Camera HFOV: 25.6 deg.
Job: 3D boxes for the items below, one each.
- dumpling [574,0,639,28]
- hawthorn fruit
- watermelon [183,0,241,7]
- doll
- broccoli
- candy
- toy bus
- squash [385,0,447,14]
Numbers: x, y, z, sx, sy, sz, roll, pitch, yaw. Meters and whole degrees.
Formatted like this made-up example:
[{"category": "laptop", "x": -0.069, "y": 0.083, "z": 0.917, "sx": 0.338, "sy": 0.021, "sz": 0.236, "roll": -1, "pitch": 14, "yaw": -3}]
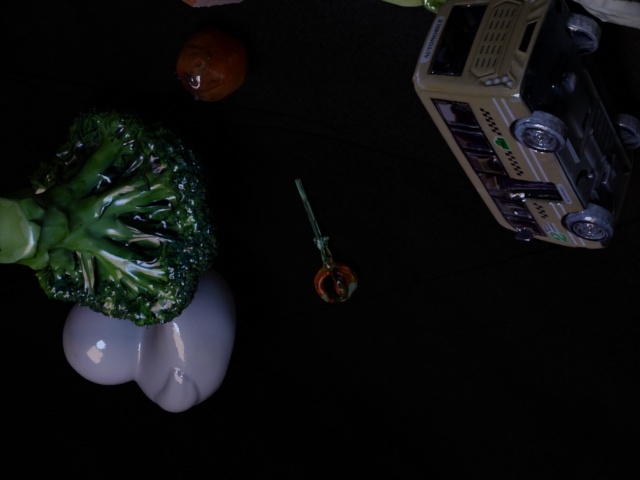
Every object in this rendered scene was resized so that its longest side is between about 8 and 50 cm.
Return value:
[{"category": "dumpling", "x": 0.267, "y": -0.256, "z": 1.277, "sx": 0.199, "sy": 0.136, "sz": 0.118, "roll": 30, "pitch": 134, "yaw": -16}, {"category": "hawthorn fruit", "x": -0.129, "y": -0.196, "z": 1.609, "sx": 0.081, "sy": 0.093, "sz": 0.081, "roll": 19, "pitch": 139, "yaw": 17}, {"category": "watermelon", "x": -0.140, "y": -0.336, "z": 1.475, "sx": 0.192, "sy": 0.140, "sz": 0.257, "roll": -2, "pitch": 138, "yaw": 44}, {"category": "doll", "x": -0.235, "y": 0.123, "z": 1.895, "sx": 0.221, "sy": 0.221, "sz": 0.251, "roll": 39, "pitch": 147, "yaw": -10}, {"category": "broccoli", "x": -0.265, "y": -0.023, "z": 1.721, "sx": 0.297, "sy": 0.297, "sz": 0.298, "roll": 7, "pitch": 103, "yaw": 32}, {"category": "candy", "x": 0.000, "y": 0.000, "z": 1.782, "sx": 0.055, "sy": 0.049, "sz": 0.185, "roll": -18, "pitch": 117, "yaw": 6}, {"category": "toy bus", "x": 0.209, "y": -0.113, "z": 1.394, "sx": 0.157, "sy": 0.139, "sz": 0.289, "roll": 7, "pitch": 154, "yaw": 33}, {"category": "squash", "x": 0.044, "y": -0.300, "z": 1.399, "sx": 0.287, "sy": 0.137, "sz": 0.137, "roll": 25, "pitch": 142, "yaw": -13}]
